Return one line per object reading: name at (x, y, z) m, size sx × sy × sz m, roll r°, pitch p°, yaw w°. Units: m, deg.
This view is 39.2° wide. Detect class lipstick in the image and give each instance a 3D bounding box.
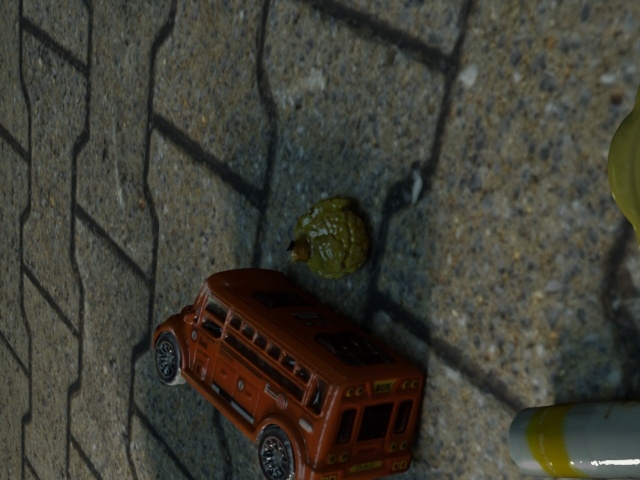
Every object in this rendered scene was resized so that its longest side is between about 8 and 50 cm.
lipstick at (0.244, 0.136, 0.622) m, size 0.264 × 0.059 × 0.059 m, roll -21°, pitch 82°, yaw 54°

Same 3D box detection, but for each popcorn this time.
popcorn at (0.000, 0.000, 0.902) m, size 0.084 × 0.084 × 0.084 m, roll 20°, pitch 115°, yaw 50°

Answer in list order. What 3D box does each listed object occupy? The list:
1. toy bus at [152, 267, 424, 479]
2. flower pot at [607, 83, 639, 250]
toy bus at (-0.046, 0.129, 0.957) m, size 0.329 × 0.143 × 0.153 m, roll 29°, pitch 112°, yaw 48°
flower pot at (0.255, -0.044, 0.453) m, size 0.195 × 0.179 × 0.195 m, roll 21°, pitch 117°, yaw 48°
